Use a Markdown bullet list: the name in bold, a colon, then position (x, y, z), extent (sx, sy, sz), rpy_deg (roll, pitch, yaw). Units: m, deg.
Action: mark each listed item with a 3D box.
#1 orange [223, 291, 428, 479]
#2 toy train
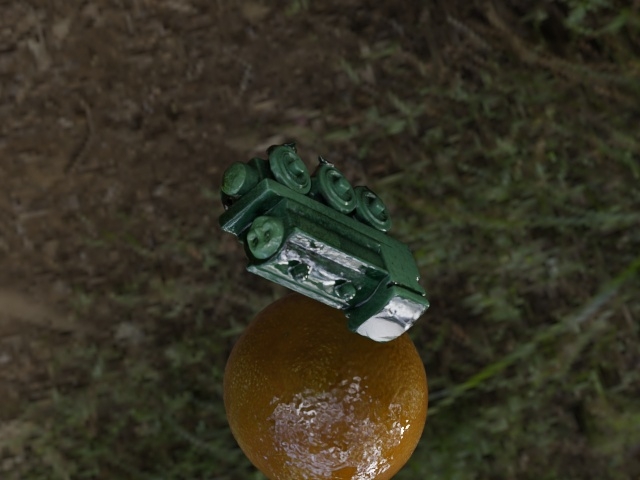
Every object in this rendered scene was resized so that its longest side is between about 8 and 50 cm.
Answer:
- **orange**: position (0.006, 0.142, 1.338), extent (0.206, 0.206, 0.206), rpy_deg (-13, 154, -7)
- **toy train**: position (0.000, 0.000, 1.037), extent (0.071, 0.111, 0.170), rpy_deg (-38, 139, 26)
